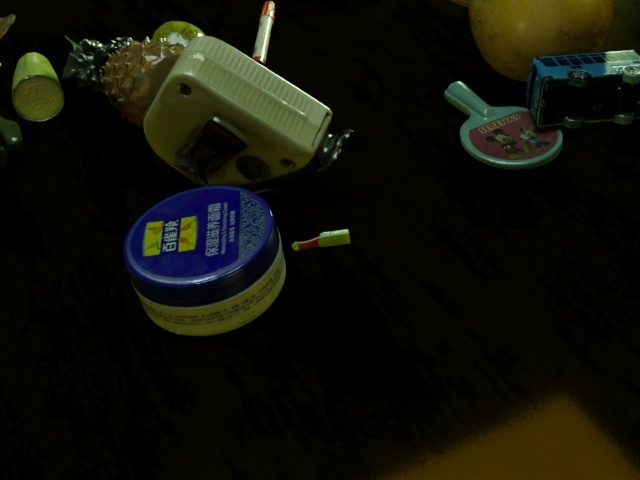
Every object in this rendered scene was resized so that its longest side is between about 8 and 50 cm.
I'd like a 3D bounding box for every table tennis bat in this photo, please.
[{"bbox_3d":[0.274,-0.181,1.577,0.153,0.040,0.244,-20,43,-18],"label":"table tennis bat"}]

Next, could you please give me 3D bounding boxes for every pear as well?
[{"bbox_3d":[-0.258,-0.349,1.841,0.107,0.107,0.131,-10,31,0],"label":"pear"}]

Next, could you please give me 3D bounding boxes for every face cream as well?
[{"bbox_3d":[-0.151,0.029,1.347,0.206,0.111,0.206,-7,39,6],"label":"face cream"}]

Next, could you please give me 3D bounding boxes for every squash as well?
[{"bbox_3d":[-0.531,-0.299,1.870,0.094,0.094,0.224,-18,32,-9],"label":"squash"}]

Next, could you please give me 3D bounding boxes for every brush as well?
[{"bbox_3d":[0.000,0.000,1.422,0.083,0.018,0.021,-11,29,-1],"label":"brush"}]

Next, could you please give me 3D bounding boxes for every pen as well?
[{"bbox_3d":[-0.108,-0.394,1.924,0.028,0.028,0.239,-4,39,8],"label":"pen"}]

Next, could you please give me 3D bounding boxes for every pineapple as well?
[{"bbox_3d":[-0.335,-0.289,1.754,0.169,0.169,0.340,-34,37,-27],"label":"pineapple"}]

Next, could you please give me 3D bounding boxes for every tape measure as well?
[{"bbox_3d":[-0.124,-0.148,1.495,0.271,0.231,0.133,28,53,-11],"label":"tape measure"}]

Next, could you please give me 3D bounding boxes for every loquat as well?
[{"bbox_3d":[0.354,-0.369,1.635,0.235,0.235,0.235,-6,39,5],"label":"loquat"}]

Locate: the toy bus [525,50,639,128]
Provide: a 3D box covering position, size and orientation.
[{"bbox_3d":[0.409,-0.234,1.549,0.185,0.090,0.106,-5,37,-10],"label":"toy bus"}]

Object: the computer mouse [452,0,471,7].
[{"bbox_3d":[0.352,-0.495,1.888,0.389,0.115,0.199,16,55,44],"label":"computer mouse"}]

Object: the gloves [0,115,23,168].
[{"bbox_3d":[-0.577,-0.174,1.697,0.135,0.107,0.268,-16,21,-19],"label":"gloves"}]

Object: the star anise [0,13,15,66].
[{"bbox_3d":[-0.772,-0.368,1.978,0.350,0.109,0.292,4,36,18],"label":"star anise"}]
